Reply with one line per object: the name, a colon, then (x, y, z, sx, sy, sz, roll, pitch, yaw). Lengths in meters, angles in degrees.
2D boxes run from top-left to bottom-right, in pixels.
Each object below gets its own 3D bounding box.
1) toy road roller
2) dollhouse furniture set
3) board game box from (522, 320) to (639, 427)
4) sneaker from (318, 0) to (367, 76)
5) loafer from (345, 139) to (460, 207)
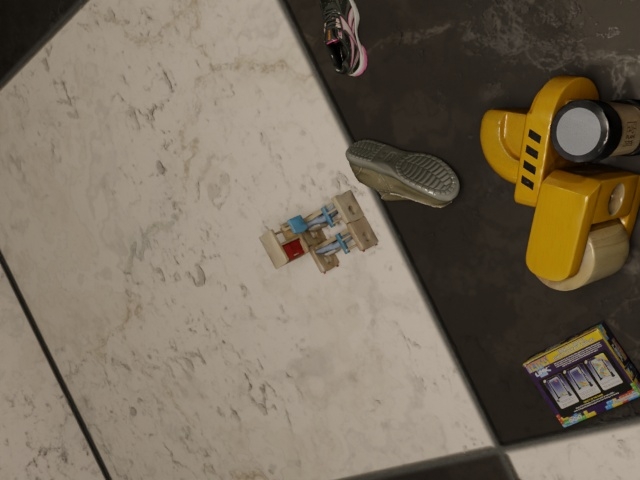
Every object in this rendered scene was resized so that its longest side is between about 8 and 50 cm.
toy road roller: (0.388, -0.104, 1.287, 0.240, 0.202, 0.330, 20, 112, 42)
dollhouse furniture set: (0.000, 0.000, 1.592, 0.129, 0.183, 0.129, -31, 87, 38)
board game box: (0.481, 0.246, 1.427, 0.170, 0.048, 0.141, -37, 81, 38)
sneaker: (0.036, -0.402, 1.499, 0.072, 0.077, 0.178, -20, 93, 36)
loafer: (0.160, -0.121, 1.513, 0.251, 0.094, 0.087, 29, 145, 35)
